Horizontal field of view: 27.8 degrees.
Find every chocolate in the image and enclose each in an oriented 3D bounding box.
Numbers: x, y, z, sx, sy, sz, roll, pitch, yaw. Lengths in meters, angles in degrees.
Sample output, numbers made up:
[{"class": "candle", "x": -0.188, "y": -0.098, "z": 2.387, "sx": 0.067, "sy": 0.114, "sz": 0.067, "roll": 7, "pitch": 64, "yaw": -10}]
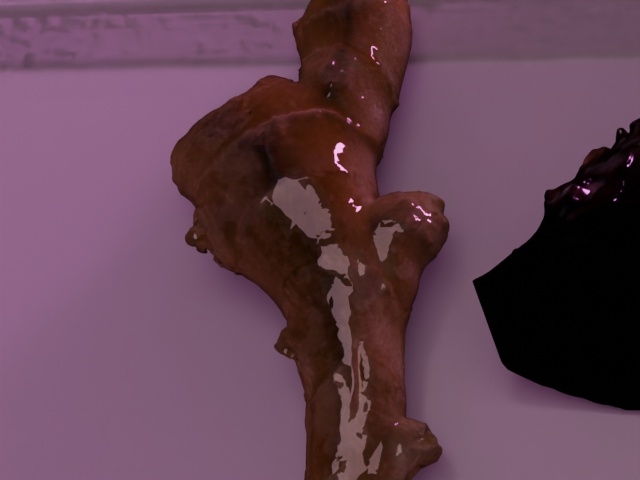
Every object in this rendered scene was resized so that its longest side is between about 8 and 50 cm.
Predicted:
[{"class": "chocolate", "x": 0.163, "y": -0.006, "z": 0.634, "sx": 0.156, "sy": 0.156, "sz": 0.133, "roll": 3, "pitch": 50, "yaw": 15}]

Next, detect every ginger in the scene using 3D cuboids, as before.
[{"class": "ginger", "x": 0.000, "y": 0.000, "z": 0.690, "sx": 0.148, "sy": 0.081, "sz": 0.333, "roll": -7, "pitch": 67, "yaw": -6}]
